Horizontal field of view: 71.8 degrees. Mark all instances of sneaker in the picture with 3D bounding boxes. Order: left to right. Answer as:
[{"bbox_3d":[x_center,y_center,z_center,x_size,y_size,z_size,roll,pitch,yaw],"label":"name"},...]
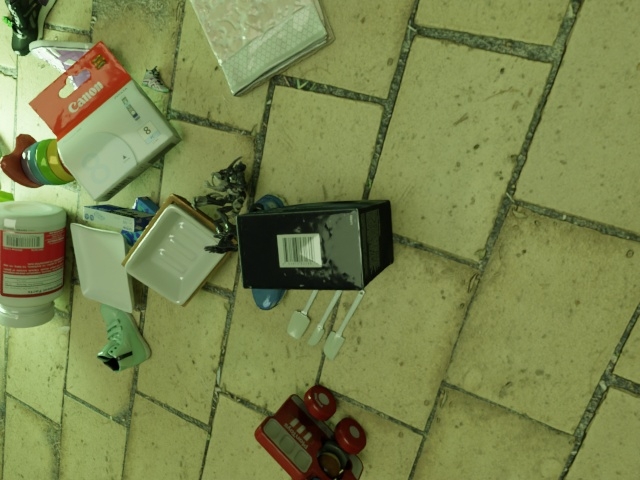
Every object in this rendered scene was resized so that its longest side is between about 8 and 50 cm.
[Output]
[{"bbox_3d":[-0.962,-0.735,1.415,0.107,0.124,0.283,41,112,10],"label":"sneaker"},{"bbox_3d":[-0.806,-0.545,1.405,0.282,0.102,0.161,12,107,19],"label":"sneaker"},{"bbox_3d":[-0.704,0.323,1.499,0.094,0.151,0.256,-41,83,25],"label":"sneaker"},{"bbox_3d":[-0.490,-0.485,1.321,0.098,0.038,0.069,24,109,16],"label":"sneaker"},{"bbox_3d":[-0.168,0.040,1.233,0.129,0.147,0.330,4,102,21],"label":"sneaker"}]

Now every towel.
[{"bbox_3d":[-0.164,-0.593,1.164,0.331,0.053,0.317,-23,91,23],"label":"towel"}]

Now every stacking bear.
[{"bbox_3d":[-0.837,-0.266,1.441,0.288,0.176,0.164,-7,142,12],"label":"stacking bear"}]

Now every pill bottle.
[{"bbox_3d":[-1.019,0.083,1.538,0.228,0.229,0.408,16,105,18],"label":"pill bottle"}]

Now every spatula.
[{"bbox_3d":[0.014,0.209,1.262,0.168,0.019,0.242,31,110,15],"label":"spatula"}]

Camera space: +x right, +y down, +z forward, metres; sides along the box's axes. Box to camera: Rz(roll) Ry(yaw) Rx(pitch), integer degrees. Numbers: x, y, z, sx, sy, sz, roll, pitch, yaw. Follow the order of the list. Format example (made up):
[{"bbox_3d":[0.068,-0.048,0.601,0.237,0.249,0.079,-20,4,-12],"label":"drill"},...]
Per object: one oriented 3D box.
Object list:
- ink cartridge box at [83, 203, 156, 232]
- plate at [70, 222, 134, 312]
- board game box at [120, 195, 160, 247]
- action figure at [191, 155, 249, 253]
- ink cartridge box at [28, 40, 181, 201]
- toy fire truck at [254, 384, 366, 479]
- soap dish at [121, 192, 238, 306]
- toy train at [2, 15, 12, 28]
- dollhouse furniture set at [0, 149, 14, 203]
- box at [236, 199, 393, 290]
[{"bbox_3d":[-0.619,-0.071,1.368,0.207,0.097,0.046,12,103,22],"label":"ink cartridge box"},{"bbox_3d":[-0.729,0.086,1.500,0.277,0.045,0.278,10,110,28],"label":"plate"},{"bbox_3d":[-0.533,-0.016,1.422,0.210,0.047,0.160,38,111,11],"label":"board game box"},{"bbox_3d":[-0.263,-0.113,1.186,0.164,0.140,0.276,-47,40,50],"label":"action figure"},{"bbox_3d":[-0.655,-0.357,1.309,0.308,0.091,0.385,-38,93,3],"label":"ink cartridge box"},{"bbox_3d":[-0.022,0.573,1.217,0.302,0.254,0.169,45,113,9],"label":"toy fire truck"},{"bbox_3d":[-0.412,0.028,1.306,0.229,0.118,0.291,38,110,-14],"label":"soap dish"},{"bbox_3d":[-1.058,-0.739,1.512,0.083,0.017,0.024,40,121,10],"label":"toy train"},{"bbox_3d":[-1.232,-0.228,1.655,0.197,0.151,0.302,-24,73,4],"label":"dollhouse furniture set"},{"bbox_3d":[0.000,0.000,1.078,0.296,0.294,0.183,-1,97,22],"label":"box"}]
